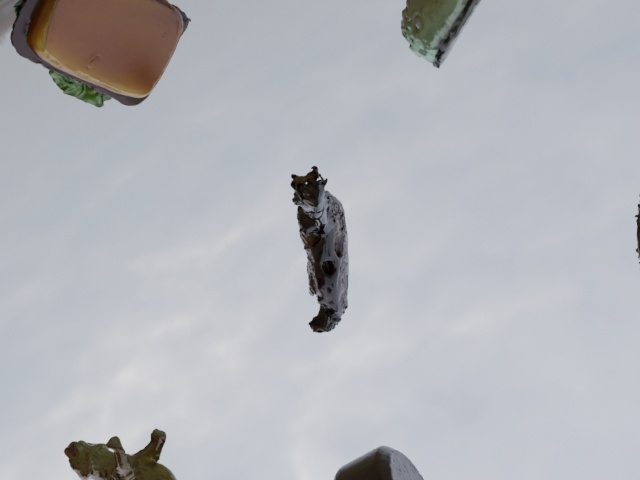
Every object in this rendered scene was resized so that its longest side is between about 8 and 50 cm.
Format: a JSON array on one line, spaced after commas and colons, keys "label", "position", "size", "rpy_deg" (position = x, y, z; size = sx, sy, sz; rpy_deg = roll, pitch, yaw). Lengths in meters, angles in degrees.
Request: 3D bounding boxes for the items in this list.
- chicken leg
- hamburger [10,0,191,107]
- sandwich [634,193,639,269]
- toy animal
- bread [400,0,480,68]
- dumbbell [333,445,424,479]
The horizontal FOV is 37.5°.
[{"label": "chicken leg", "position": [0.000, 0.000, 0.974], "size": [0.051, 0.253, 0.106], "rpy_deg": [-3, -126, 6]}, {"label": "hamburger", "position": [-0.220, -0.204, 0.912], "size": [0.087, 0.166, 0.137], "rpy_deg": [38, -80, 43]}, {"label": "sandwich", "position": [0.471, -0.004, 1.043], "size": [0.236, 0.128, 0.122], "rpy_deg": [-7, -153, 16]}, {"label": "toy animal", "position": [-0.180, 0.275, 1.065], "size": [0.057, 0.241, 0.099], "rpy_deg": [-52, 167, -53]}, {"label": "bread", "position": [0.146, -0.270, 0.874], "size": [0.232, 0.064, 0.172], "rpy_deg": [-56, -178, 2]}, {"label": "dumbbell", "position": [-0.007, 0.406, 1.132], "size": [0.322, 0.203, 0.203], "rpy_deg": [-31, -157, 12]}]
